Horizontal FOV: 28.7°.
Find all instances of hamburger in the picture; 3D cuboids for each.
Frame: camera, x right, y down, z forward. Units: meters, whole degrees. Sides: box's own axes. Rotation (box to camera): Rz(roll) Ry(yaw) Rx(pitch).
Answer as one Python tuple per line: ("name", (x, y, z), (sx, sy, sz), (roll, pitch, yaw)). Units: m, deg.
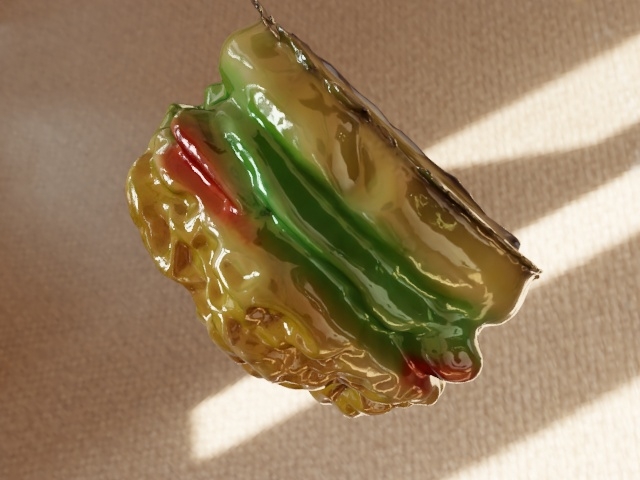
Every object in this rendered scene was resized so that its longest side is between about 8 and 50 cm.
("hamburger", (0.000, 0.000, 0.672), (0.149, 0.237, 0.237), (-47, 51, 6))
